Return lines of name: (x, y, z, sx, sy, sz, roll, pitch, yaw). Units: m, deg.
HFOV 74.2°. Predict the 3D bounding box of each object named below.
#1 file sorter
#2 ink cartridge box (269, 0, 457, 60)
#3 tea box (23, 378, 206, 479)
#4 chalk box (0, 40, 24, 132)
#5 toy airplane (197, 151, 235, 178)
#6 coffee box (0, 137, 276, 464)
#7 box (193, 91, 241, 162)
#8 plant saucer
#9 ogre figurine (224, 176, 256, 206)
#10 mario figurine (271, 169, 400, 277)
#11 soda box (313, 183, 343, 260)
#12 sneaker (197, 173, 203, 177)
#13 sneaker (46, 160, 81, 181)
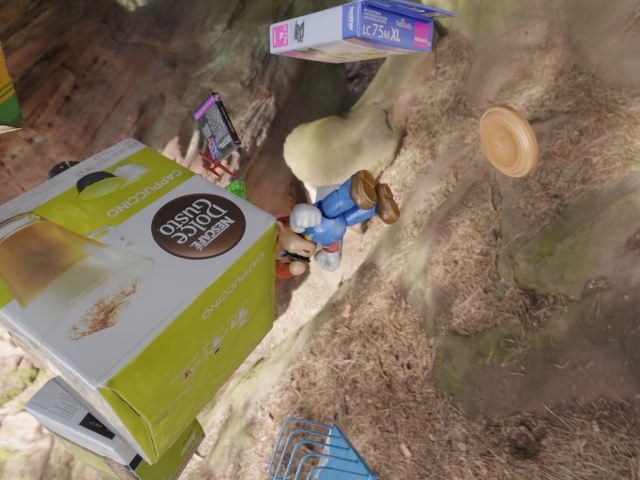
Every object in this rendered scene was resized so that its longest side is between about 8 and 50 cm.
file sorter: (-0.007, 0.378, 0.674, 0.118, 0.105, 0.170, -71, 18, -4)
ink cartridge box: (0.065, -0.378, 0.781, 0.311, 0.186, 0.065, 17, 112, 49)
tea box: (-0.554, 0.509, 1.185, 0.329, 0.323, 0.220, 11, 41, 22)
chalk box: (-0.426, -0.171, 0.329, 0.180, 0.179, 0.289, -11, 11, -4)
toy airplane: (-0.357, -0.253, 1.436, 0.028, 0.151, 0.151, -48, 40, 33)
coffee box: (-0.302, 0.095, 0.720, 0.334, 0.338, 0.337, 29, 51, 17)
box: (-0.296, -0.319, 1.207, 0.116, 0.029, 0.162, -23, 90, 44)
plant saucer: (0.203, -0.107, 0.467, 0.013, 0.083, 0.083, -28, 44, -8)
ogre figurine: (-0.230, -0.076, 1.085, 0.118, 0.097, 0.197, -41, 24, 42)
mario figurine: (0.000, 0.000, 0.854, 0.321, 0.198, 0.170, -28, 21, 34)
soda box: (0.023, -0.049, 1.149, 0.074, 0.069, 0.216, -6, 56, 18)
sneaker: (-0.364, -0.158, 1.341, 0.047, 0.119, 0.057, -28, 12, -33)
sneaker: (-0.580, -0.090, 1.117, 0.147, 0.330, 0.130, -45, 68, -1)
